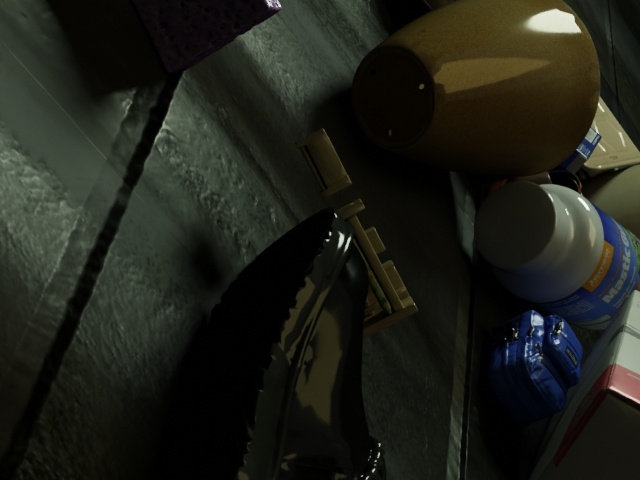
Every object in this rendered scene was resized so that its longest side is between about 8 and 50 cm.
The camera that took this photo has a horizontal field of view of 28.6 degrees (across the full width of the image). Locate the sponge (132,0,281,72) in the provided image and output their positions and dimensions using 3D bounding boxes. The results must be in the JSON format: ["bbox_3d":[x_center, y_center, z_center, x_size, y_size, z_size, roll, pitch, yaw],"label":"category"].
[{"bbox_3d":[-0.129,-0.266,1.096,0.210,0.117,0.031,64,25,-1],"label":"sponge"}]

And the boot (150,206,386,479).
[{"bbox_3d":[0.017,0.168,0.967,0.260,0.131,0.348,43,44,-24],"label":"boot"}]

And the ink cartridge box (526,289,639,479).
[{"bbox_3d":[0.334,0.207,1.406,0.117,0.207,0.283,31,27,8],"label":"ink cartridge box"}]

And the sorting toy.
[{"bbox_3d":[0.426,-0.192,2.053,0.193,0.038,0.208,-12,60,-48],"label":"sorting toy"}]

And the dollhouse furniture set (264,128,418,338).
[{"bbox_3d":[0.000,0.000,1.173,0.182,0.101,0.161,63,2,-3],"label":"dollhouse furniture set"}]

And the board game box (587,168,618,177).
[{"bbox_3d":[0.471,-0.200,2.207,0.141,0.048,0.170,52,30,-20],"label":"board game box"}]

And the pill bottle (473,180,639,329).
[{"bbox_3d":[0.308,0.016,1.608,0.272,0.152,0.152,25,46,-52],"label":"pill bottle"}]

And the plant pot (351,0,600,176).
[{"bbox_3d":[0.158,-0.175,1.463,0.254,0.237,0.237,-15,80,-47],"label":"plant pot"}]

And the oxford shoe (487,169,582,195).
[{"bbox_3d":[0.335,-0.044,1.768,0.271,0.098,0.097,7,61,-59],"label":"oxford shoe"}]

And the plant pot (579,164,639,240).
[{"bbox_3d":[0.586,-0.031,2.017,0.256,0.274,0.256,43,34,-38],"label":"plant pot"}]

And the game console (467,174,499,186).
[{"bbox_3d":[0.225,-0.149,1.674,0.122,0.107,0.071,61,8,-6],"label":"game console"}]

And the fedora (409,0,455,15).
[{"bbox_3d":[0.231,-0.386,1.750,0.334,0.152,0.334,35,30,-24],"label":"fedora"}]

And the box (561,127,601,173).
[{"bbox_3d":[0.293,-0.193,1.772,0.225,0.036,0.136,43,27,4],"label":"box"}]

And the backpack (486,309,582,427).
[{"bbox_3d":[0.245,0.146,1.444,0.098,0.101,0.120,50,33,-14],"label":"backpack"}]
